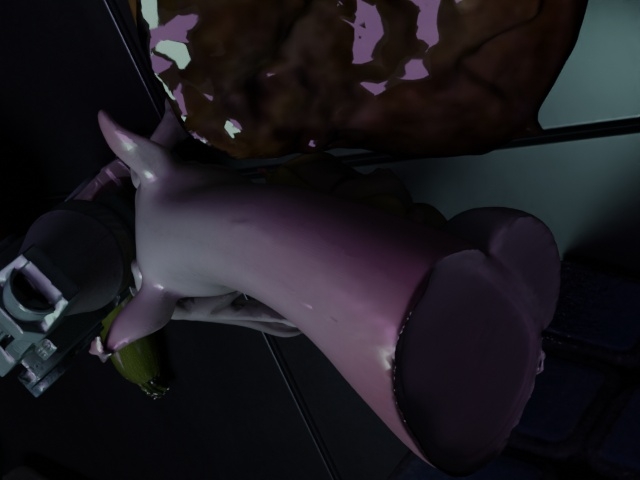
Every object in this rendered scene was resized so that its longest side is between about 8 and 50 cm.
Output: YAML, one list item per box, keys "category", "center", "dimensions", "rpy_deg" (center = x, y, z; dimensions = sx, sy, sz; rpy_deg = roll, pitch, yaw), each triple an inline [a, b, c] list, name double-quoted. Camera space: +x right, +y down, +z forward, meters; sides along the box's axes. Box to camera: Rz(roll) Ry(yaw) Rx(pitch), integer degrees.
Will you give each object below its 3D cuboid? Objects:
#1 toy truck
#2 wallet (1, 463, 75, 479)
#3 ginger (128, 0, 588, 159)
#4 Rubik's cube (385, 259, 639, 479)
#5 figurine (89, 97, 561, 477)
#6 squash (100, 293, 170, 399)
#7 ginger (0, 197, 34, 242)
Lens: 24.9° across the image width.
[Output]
- category: "toy truck"
  center: [-0.176, 0.010, 1.100]
  dimensions: [0.108, 0.256, 0.140]
  rpy_deg: [46, 131, -2]
- category: "wallet"
  center: [-0.291, 0.426, 1.563]
  dimensions: [0.197, 0.051, 0.377]
  rpy_deg: [21, 106, 22]
- category: "ginger"
  center: [0.023, -0.171, 0.816]
  dimensions: [0.269, 0.223, 0.200]
  rpy_deg: [2, 122, -11]
- category: "Rubik's cube"
  center: [0.227, 0.235, 0.937]
  dimensions: [0.301, 0.305, 0.303]
  rpy_deg: [15, 128, 29]
- category: "figurine"
  center: [-0.006, 0.013, 0.892]
  dimensions: [0.316, 0.284, 0.206]
  rpy_deg: [27, 110, 31]
- category: "squash"
  center: [-0.176, 0.070, 1.297]
  dimensions: [0.052, 0.052, 0.183]
  rpy_deg: [13, 132, 29]
- category: "ginger"
  center: [-0.403, 0.038, 1.349]
  dimensions: [0.254, 0.176, 0.418]
  rpy_deg: [34, 143, -9]
